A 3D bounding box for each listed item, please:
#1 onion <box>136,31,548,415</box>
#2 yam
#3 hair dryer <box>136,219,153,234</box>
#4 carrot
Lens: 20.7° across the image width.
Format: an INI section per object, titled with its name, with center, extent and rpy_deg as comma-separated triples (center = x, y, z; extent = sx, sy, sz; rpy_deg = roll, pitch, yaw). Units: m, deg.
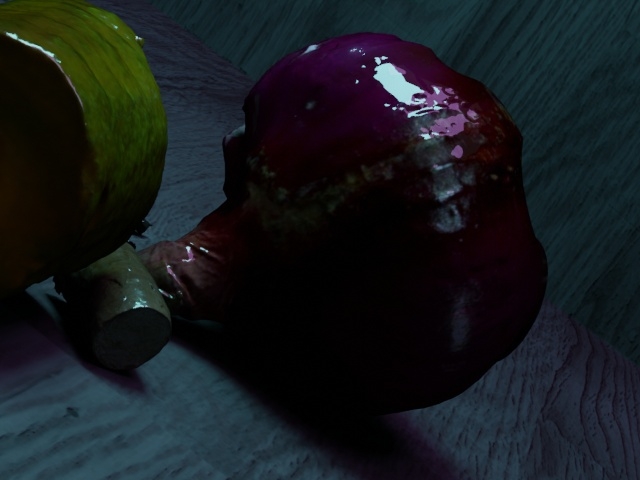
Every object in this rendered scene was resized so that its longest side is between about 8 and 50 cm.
[onion]
center = 0.000, 0.000, 1.762
extent = 0.420, 0.398, 0.398
rpy_deg = -16, 46, -36
[yam]
center = -0.181, 0.055, 1.544
extent = 0.084, 0.084, 0.127
rpy_deg = 28, 16, -37
[hair dryer]
center = -0.316, -0.104, 1.857
extent = 0.304, 0.120, 0.359
rpy_deg = 27, -10, 49
[carrot]
center = -0.258, -0.080, 1.464
extent = 0.241, 0.241, 0.341
rpy_deg = 37, 16, 3
